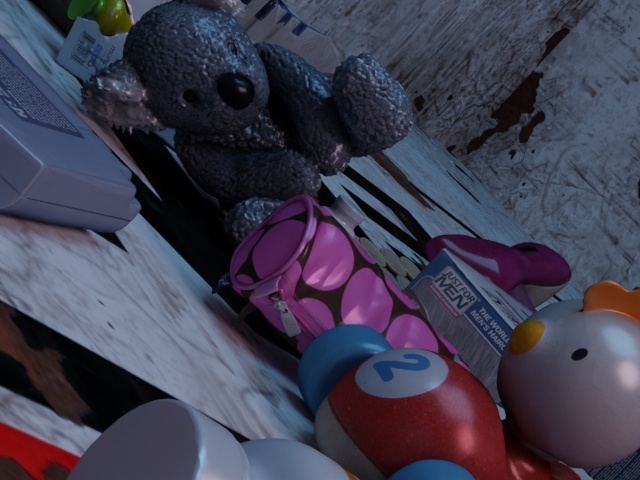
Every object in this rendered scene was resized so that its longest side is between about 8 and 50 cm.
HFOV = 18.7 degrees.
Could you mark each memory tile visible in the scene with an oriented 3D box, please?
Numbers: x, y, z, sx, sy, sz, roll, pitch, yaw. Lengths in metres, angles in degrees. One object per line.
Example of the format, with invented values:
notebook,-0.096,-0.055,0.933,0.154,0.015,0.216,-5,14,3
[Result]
memory tile,0.071,0.045,1.846,0.148,0.012,0.113,26,28,-51

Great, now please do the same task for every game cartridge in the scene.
game cartridge,-0.251,-0.120,1.231,0.294,0.060,0.196,45,5,16

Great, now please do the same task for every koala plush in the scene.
koala plush,-0.080,-0.119,1.616,0.221,0.196,0.203,37,-1,-32

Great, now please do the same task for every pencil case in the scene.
pencil case,0.023,0.067,1.412,0.209,0.095,0.098,44,22,-27

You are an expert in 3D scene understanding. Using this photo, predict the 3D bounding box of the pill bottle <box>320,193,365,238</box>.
pill bottle,0.000,0.000,1.682,0.043,0.083,0.043,42,8,-7

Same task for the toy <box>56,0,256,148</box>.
toy,-0.140,-0.157,1.776,0.056,0.137,0.237,3,-27,45

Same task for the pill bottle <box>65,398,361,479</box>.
pill bottle,-0.003,0.155,0.777,0.216,0.121,0.121,39,10,-30

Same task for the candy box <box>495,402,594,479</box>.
candy box,0.186,0.229,1.463,0.159,0.071,0.233,34,13,-44

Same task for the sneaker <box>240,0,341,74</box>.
sneaker,-0.103,-0.245,2.100,0.182,0.127,0.315,43,-7,40

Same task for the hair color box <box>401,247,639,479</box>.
hair color box,0.211,0.154,1.828,0.347,0.105,0.174,34,12,-48

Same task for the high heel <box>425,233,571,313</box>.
high heel,0.210,0.020,2.371,0.181,0.127,0.377,53,11,-8

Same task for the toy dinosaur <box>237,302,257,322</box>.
toy dinosaur,-0.014,0.049,1.488,0.183,0.053,0.092,32,15,-52

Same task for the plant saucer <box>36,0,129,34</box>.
plant saucer,-0.201,-0.207,1.926,0.278,0.041,0.278,42,8,-7

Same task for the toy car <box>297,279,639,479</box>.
toy car,0.138,0.104,1.286,0.210,0.238,0.219,38,9,-29
